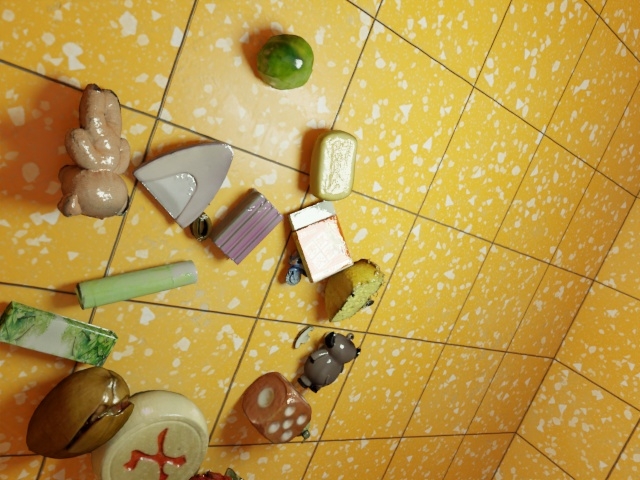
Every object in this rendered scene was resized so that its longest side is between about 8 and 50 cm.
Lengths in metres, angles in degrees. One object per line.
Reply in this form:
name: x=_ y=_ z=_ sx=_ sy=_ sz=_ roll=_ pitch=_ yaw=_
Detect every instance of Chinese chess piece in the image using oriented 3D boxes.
Chinese chess piece: x=-0.512 y=0.621 z=1.468 sx=0.337 sy=0.140 sz=0.338 roll=-13 pitch=117 yaw=-28

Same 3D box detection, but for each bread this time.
bread: x=0.034 y=-0.229 z=1.474 sx=0.147 sy=0.098 sz=0.217 roll=-1 pitch=108 yaw=-31
bread: x=0.102 y=0.158 z=1.649 sx=0.160 sy=0.147 sz=0.261 roll=-15 pitch=152 yaw=-30

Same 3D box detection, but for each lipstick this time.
lipstick: x=-0.491 y=0.116 z=1.304 sx=0.304 sy=0.076 sz=0.076 roll=-13 pitch=117 yaw=-29

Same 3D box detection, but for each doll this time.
doll: x=-0.534 y=-0.199 z=1.114 sx=0.201 sy=0.156 sz=0.304 roll=-4 pitch=94 yaw=-73
doll: x=0.033 y=0.435 z=1.752 sx=0.182 sy=0.117 sz=0.257 roll=35 pitch=90 yaw=-40

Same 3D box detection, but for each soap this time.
soap: x=-0.218 y=-0.041 z=1.414 sx=0.203 sy=0.065 sz=0.122 roll=-46 pitch=127 yaw=-8

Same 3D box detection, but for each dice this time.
dice: x=-0.148 y=0.575 z=1.667 sx=0.175 sy=0.174 sz=0.179 roll=-47 pitch=132 yaw=-8

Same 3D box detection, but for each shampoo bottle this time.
shampoo bottle: x=-0.086 y=0.655 z=1.743 sx=0.079 sy=0.162 sz=0.079 roll=-13 pitch=116 yaw=-28

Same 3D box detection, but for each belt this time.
belt: x=-0.335 y=-0.041 z=1.358 sx=0.059 sy=0.036 sz=0.083 roll=-10 pitch=117 yaw=-30

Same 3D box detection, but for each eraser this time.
eraser: x=0.000 y=0.000 z=1.539 sx=0.157 sy=0.038 sz=0.230 roll=-23 pitch=99 yaw=-25
eraser: x=-0.337 y=-0.178 z=1.282 sx=0.243 sy=0.059 sz=0.204 roll=-39 pitch=126 yaw=-9

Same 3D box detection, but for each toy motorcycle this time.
toy motorcycle: x=-0.033 y=0.066 z=1.582 sx=0.205 sy=0.076 sz=0.114 roll=-25 pitch=115 yaw=-23

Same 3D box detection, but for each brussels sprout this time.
brussels sprout: x=-0.084 y=-0.469 z=1.278 sx=0.149 sy=0.122 sz=0.152 roll=40 pitch=85 yaw=-35

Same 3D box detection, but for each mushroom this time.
mushroom: x=-0.061 y=0.342 z=1.713 sx=0.101 sy=0.019 sz=0.049 roll=-51 pitch=127 yaw=-1

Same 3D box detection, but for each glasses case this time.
glasses case: x=-0.676 y=0.244 z=1.247 sx=0.272 sy=0.062 sz=0.095 roll=32 pitch=85 yaw=-38

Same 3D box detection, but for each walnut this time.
walnut: x=-0.650 y=0.472 z=1.284 sx=0.336 sy=0.209 sz=0.209 roll=-35 pitch=128 yaw=10

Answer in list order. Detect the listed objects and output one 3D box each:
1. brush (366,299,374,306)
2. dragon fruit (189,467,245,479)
brush: x=0.172 y=0.245 z=1.827 sx=0.083 sy=0.008 sz=0.024 roll=-17 pitch=122 yaw=-27
dragon fruit: x=-0.386 y=0.925 z=1.600 sx=0.342 sy=0.277 sz=0.278 roll=-40 pitch=128 yaw=-33
